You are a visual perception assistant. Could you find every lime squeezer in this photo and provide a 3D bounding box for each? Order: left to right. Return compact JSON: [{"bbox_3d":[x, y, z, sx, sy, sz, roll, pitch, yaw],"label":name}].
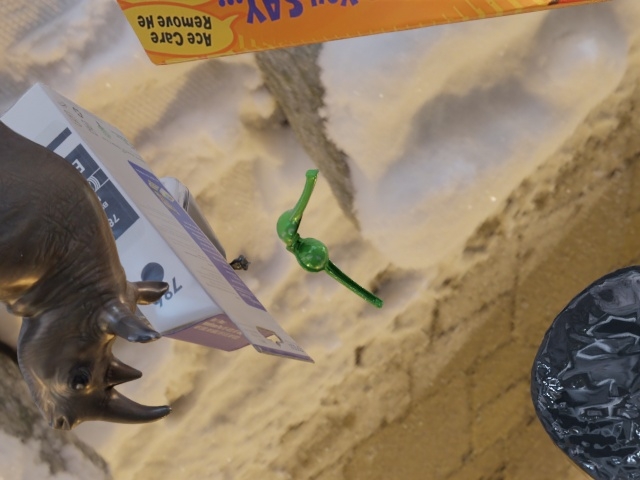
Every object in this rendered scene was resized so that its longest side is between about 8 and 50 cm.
[{"bbox_3d":[0.000,0.000,1.443,0.110,0.058,0.310,-11,136,17],"label":"lime squeezer"}]

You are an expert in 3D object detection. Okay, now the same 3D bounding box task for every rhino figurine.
[{"bbox_3d":[-0.147,-0.004,0.388,0.106,0.073,0.243,-42,108,6],"label":"rhino figurine"}]

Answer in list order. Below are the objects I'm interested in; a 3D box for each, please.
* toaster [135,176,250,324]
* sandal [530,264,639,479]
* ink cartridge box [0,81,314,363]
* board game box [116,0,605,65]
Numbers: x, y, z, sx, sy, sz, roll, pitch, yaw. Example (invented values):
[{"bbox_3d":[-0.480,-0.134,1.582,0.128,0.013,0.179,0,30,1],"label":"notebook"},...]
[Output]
[{"bbox_3d":[-0.217,0.017,1.197,0.227,0.129,0.146,-14,128,12],"label":"toaster"},{"bbox_3d":[0.284,0.140,0.410,0.167,0.446,0.107,-55,147,-12],"label":"sandal"},{"bbox_3d":[-0.150,0.005,0.891,0.065,0.332,0.165,-44,160,4],"label":"ink cartridge box"},{"bbox_3d":[0.046,-0.356,0.527,0.356,0.357,0.356,-54,130,-37],"label":"board game box"}]
